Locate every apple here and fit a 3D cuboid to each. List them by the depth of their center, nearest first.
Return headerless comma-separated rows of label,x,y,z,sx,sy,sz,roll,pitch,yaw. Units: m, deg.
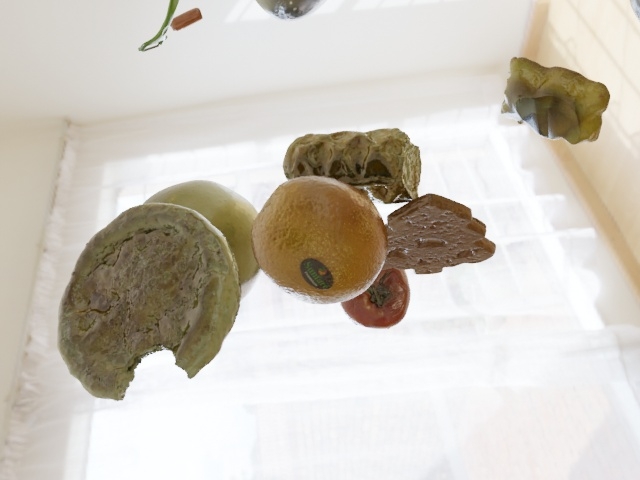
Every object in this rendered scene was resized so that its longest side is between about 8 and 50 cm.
apple,-0.314,0.028,1.576,0.357,0.357,0.357,173,90,-86

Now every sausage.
sausage,-0.324,-0.533,1.558,0.034,0.083,0.034,60,173,12

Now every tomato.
tomato,0.168,0.149,1.887,0.101,0.228,0.228,122,141,-80

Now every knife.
knife,-0.294,-0.428,1.236,0.166,0.022,0.078,-47,3,40

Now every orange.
orange,0.000,0.000,1.104,0.236,0.236,0.236,173,90,-86

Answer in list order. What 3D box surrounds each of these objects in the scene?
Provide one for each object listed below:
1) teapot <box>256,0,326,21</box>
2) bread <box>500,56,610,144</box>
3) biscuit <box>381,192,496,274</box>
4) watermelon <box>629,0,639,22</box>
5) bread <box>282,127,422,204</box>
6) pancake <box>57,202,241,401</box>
teapot,-0.097,-0.381,0.787,0.183,0.251,0.183,-165,90,-88
bread,0.497,-0.294,1.400,0.088,0.233,0.161,-52,-32,-27
biscuit,0.224,-0.013,1.299,0.301,0.278,0.043,82,-173,-61
watermelon,0.532,-0.366,0.881,0.212,0.212,0.212,173,90,-86
bread,0.054,-0.142,1.264,0.130,0.267,0.152,-48,-46,-59
pancake,-0.210,0.063,0.759,0.037,0.253,0.253,48,-151,-58
